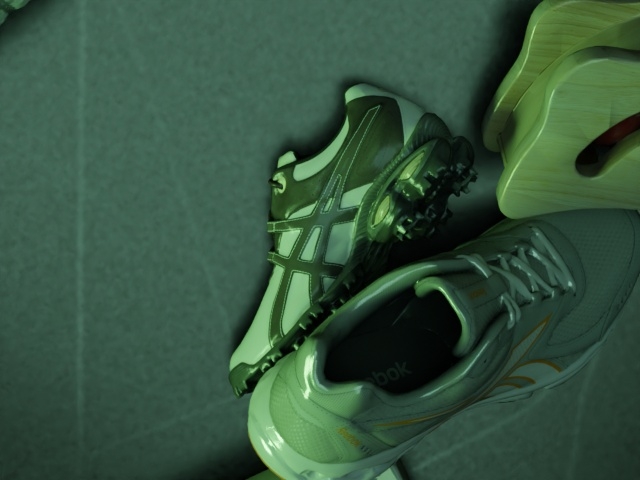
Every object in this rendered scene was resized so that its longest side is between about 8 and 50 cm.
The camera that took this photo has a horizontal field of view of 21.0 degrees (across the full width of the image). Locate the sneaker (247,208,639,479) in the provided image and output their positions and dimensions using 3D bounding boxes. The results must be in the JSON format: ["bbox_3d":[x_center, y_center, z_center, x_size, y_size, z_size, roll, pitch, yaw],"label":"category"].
[{"bbox_3d":[0.087,0.041,0.926,0.262,0.121,0.099,-32,76,-25],"label":"sneaker"}]

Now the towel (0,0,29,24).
[{"bbox_3d":[-0.273,-0.208,0.915,0.235,0.121,0.284,-40,97,2],"label":"towel"}]

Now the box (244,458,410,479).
[{"bbox_3d":[-0.064,0.215,1.000,0.275,0.094,0.113,-26,99,1],"label":"box"}]

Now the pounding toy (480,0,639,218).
[{"bbox_3d":[0.224,-0.077,0.975,0.269,0.155,0.154,-2,127,-3],"label":"pounding toy"}]

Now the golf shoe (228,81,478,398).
[{"bbox_3d":[0.000,0.000,0.989,0.094,0.077,0.198,43,102,18],"label":"golf shoe"}]
